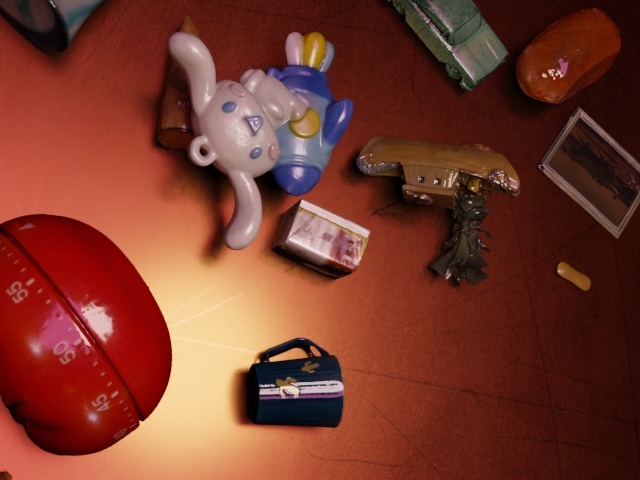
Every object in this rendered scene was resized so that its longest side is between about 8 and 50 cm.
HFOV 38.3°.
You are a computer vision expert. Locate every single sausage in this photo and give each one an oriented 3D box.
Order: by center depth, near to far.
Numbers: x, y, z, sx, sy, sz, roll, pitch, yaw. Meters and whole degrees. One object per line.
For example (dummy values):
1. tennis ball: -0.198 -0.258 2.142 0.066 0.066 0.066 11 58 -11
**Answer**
1. sausage: 0.537 -0.399 2.006 0.268 0.153 0.141 -36 71 -23

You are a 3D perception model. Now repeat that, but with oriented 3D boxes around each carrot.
1. carrot: -0.255 -0.302 1.727 0.102 0.102 0.263 6 73 -19

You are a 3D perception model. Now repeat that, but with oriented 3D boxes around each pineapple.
1. pineapple: 0.293 -0.052 1.864 0.130 0.119 0.277 -2 69 24

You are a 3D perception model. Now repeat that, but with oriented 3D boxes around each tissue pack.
1. tissue pack: 0.000 0.001 1.745 0.148 0.106 0.099 24 71 -13

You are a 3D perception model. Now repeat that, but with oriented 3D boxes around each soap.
1. soap: 0.546 0.077 1.983 0.089 0.012 0.034 30 70 -12

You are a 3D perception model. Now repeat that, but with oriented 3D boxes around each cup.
1. cup: -0.051 0.258 1.672 0.155 0.131 0.176 0 49 -17

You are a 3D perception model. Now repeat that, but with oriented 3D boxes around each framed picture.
1. framed picture: 0.622 -0.154 2.061 0.252 0.014 0.197 40 68 -8

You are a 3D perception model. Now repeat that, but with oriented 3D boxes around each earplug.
1. earplug: -0.421 -0.509 1.674 0.185 0.185 0.324 43 62 -7

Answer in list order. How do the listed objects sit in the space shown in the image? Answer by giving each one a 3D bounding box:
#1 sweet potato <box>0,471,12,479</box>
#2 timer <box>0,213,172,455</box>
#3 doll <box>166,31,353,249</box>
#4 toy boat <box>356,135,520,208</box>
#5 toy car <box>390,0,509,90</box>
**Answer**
1. sweet potato: -0.589 0.405 1.464 0.195 0.056 0.056 -12 83 -31
2. timer: -0.397 0.140 1.420 0.279 0.378 0.378 -36 92 -22
3. doll: -0.081 -0.215 1.675 0.365 0.187 0.376 -24 121 -34
4. toy boat: 0.227 -0.126 1.793 0.321 0.089 0.121 11 72 16
5. toy car: 0.261 -0.475 1.950 0.141 0.097 0.321 -42 94 -22
